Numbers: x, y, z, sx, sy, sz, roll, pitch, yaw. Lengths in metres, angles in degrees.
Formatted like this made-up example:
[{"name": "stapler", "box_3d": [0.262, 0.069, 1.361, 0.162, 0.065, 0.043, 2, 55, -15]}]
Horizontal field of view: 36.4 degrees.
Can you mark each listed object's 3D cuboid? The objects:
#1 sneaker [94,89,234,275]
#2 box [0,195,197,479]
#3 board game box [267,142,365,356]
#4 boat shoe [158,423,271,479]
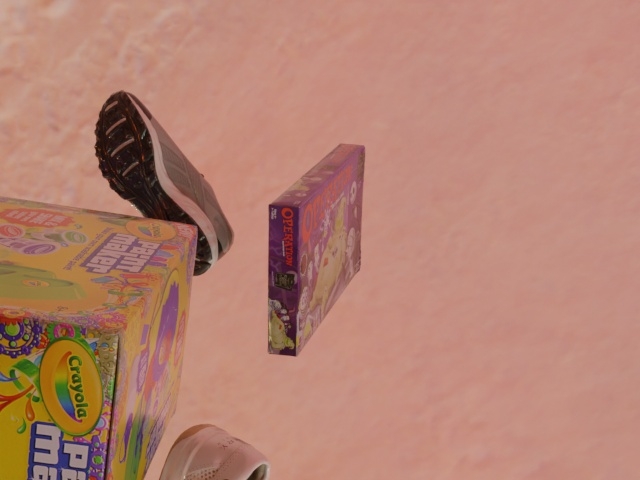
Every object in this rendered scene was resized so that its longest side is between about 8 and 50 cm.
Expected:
[{"name": "sneaker", "box_3d": [-0.213, -0.081, 1.328, 0.100, 0.108, 0.271, -29, 93, 31]}, {"name": "box", "box_3d": [-0.254, 0.082, 0.696, 0.279, 0.290, 0.177, 9, 103, -1]}, {"name": "board game box", "box_3d": [0.000, 0.000, 1.376, 0.056, 0.347, 0.208, 3, 109, 16]}, {"name": "boat shoe", "box_3d": [-0.111, 0.306, 0.847, 0.096, 0.098, 0.277, 15, 90, 35]}]
